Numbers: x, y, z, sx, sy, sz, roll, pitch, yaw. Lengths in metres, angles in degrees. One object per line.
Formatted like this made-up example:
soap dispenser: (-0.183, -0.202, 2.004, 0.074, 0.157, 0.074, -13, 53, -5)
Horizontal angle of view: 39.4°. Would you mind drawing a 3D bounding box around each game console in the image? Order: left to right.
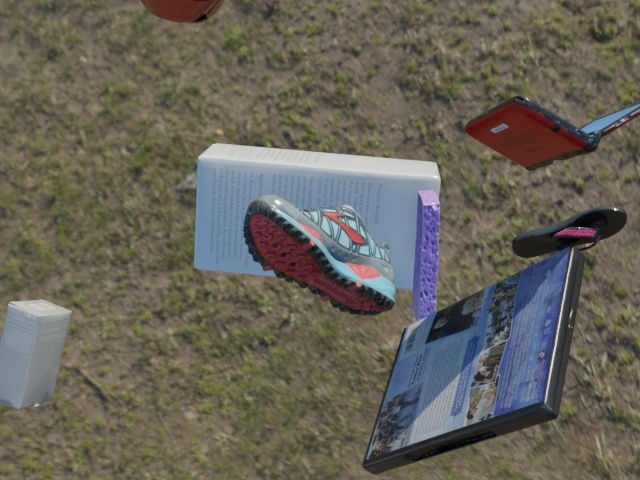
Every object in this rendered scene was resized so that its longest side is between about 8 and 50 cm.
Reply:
game console: (0.226, -0.120, 0.850, 0.124, 0.144, 0.085, 29, 82, -7)

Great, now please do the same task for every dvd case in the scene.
dvd case: (0.143, 0.122, 0.865, 0.253, 0.022, 0.180, -34, 27, 48)

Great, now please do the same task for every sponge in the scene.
sponge: (0.174, 0.028, 1.476, 0.031, 0.117, 0.210, 1, 105, 1)

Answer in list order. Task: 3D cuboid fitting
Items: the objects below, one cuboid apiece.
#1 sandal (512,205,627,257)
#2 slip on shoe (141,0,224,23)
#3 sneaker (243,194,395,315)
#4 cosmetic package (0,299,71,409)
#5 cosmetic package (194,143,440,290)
sandal: (0.384, -0.002, 1.371, 0.179, 0.067, 0.040, -20, 40, 22)
slip on shoe: (-0.148, -0.285, 0.967, 0.123, 0.331, 0.101, 23, 99, -8)
sneaker: (0.000, 0.000, 1.198, 0.104, 0.262, 0.125, -20, 48, 37)
cosmetic package: (-0.688, 0.269, 2.127, 0.107, 0.127, 0.237, 19, 96, 20)
cosmetic package: (-0.007, -0.050, 1.747, 0.454, 0.161, 0.230, 6, 106, 3)
